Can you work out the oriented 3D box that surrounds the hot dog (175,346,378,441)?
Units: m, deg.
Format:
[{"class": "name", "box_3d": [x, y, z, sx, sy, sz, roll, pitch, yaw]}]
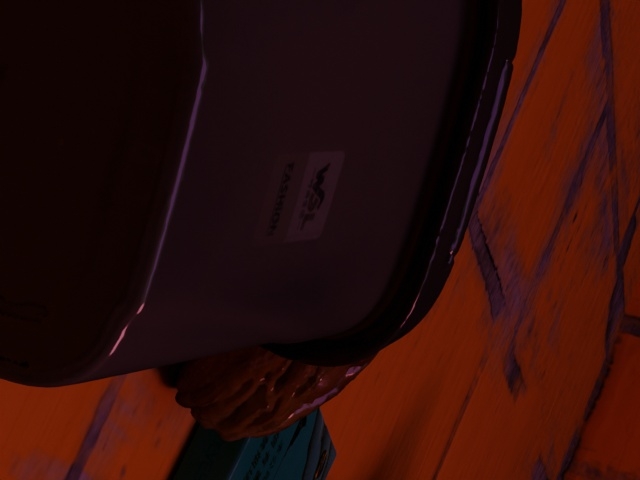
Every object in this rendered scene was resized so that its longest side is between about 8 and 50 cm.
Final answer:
[{"class": "hot dog", "box_3d": [0.000, 0.000, 1.151, 0.196, 0.122, 0.272, -14, 121, -71]}]

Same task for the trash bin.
[{"class": "trash bin", "box_3d": [-0.067, -0.058, 0.727, 0.250, 0.219, 0.220, -13, 120, -63]}]

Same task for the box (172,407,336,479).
[{"class": "box", "box_3d": [-0.048, 0.172, 1.331, 0.161, 0.042, 0.226, -63, 162, -21]}]
